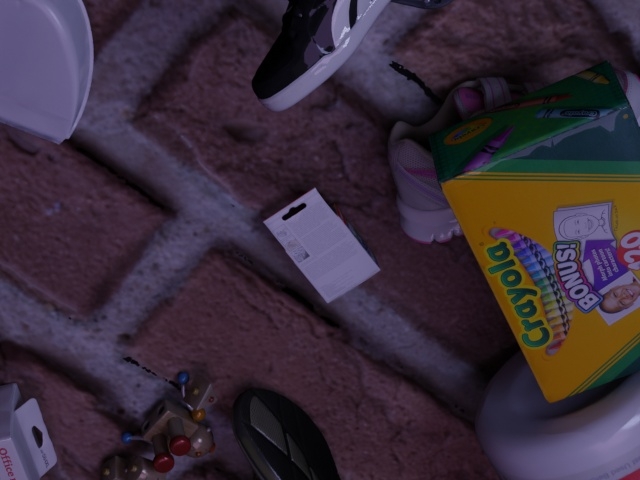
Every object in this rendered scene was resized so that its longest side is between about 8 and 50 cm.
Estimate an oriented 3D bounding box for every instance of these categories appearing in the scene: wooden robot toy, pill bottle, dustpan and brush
[{"bbox_3d":[-0.141,0.208,1.339,0.079,0.076,0.173,30,112,-36],"label":"wooden robot toy"},{"bbox_3d":[0.342,0.287,1.336,0.229,0.229,0.408,-29,109,7],"label":"pill bottle"},{"bbox_3d":[-0.240,-0.201,1.093,0.147,0.060,0.211,22,121,-7],"label":"dustpan and brush"}]

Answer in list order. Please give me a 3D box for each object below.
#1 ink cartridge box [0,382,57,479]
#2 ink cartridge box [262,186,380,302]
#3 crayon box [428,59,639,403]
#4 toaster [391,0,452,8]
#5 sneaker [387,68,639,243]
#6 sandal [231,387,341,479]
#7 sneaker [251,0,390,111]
[{"bbox_3d":[-0.335,0.209,1.289,0.143,0.090,0.092,-14,121,-1],"label":"ink cartridge box"},{"bbox_3d":[0.000,0.000,1.262,0.063,0.029,0.115,-33,119,10],"label":"ink cartridge box"},{"bbox_3d":[0.222,0.000,1.158,0.165,0.081,0.278,-22,124,12],"label":"crayon box"},{"bbox_3d":[0.040,-0.273,1.040,0.227,0.146,0.129,17,117,-18],"label":"toaster"},{"bbox_3d":[0.170,-0.096,1.194,0.252,0.103,0.111,-26,123,5],"label":"sneaker"},{"bbox_3d":[-0.019,0.281,1.378,0.086,0.120,0.303,-19,123,18],"label":"sandal"},{"bbox_3d":[-0.003,-0.206,0.947,0.121,0.079,0.217,39,99,-23],"label":"sneaker"}]
